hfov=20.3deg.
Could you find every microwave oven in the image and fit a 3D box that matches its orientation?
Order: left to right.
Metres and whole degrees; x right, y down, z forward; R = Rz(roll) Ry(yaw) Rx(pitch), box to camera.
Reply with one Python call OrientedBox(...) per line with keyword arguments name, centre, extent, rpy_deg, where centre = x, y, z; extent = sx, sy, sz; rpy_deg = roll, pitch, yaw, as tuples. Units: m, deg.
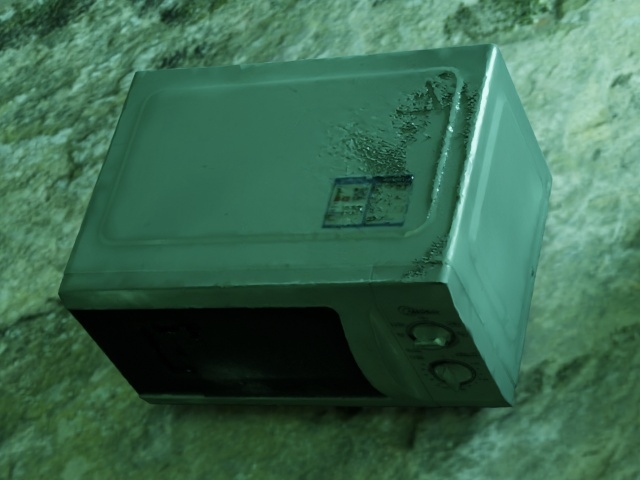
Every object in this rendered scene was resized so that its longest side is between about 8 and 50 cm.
OrientedBox(name="microwave oven", centre=(0.000, 0.000, 1.302), extent=(0.295, 0.181, 0.237), rpy_deg=(-2, 53, 25))
